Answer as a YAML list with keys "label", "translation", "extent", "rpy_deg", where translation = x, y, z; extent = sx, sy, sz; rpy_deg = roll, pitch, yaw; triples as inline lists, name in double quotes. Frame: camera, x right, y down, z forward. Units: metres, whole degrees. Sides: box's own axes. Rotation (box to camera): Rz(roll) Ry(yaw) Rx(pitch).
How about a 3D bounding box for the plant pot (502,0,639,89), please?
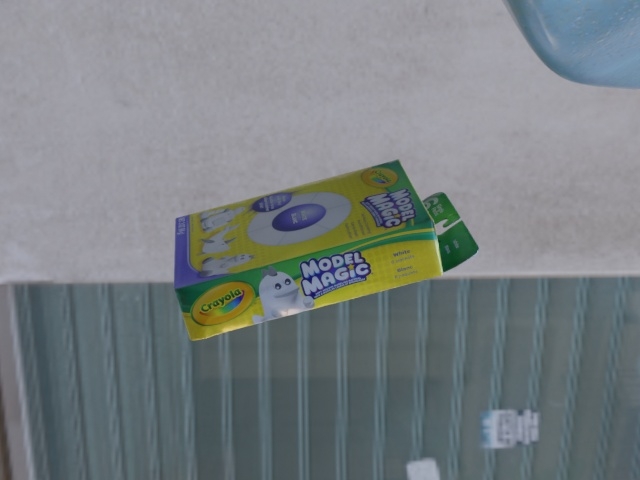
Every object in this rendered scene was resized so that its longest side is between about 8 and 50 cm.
- label: "plant pot"
  translation: [0.168, -0.232, 0.510]
  extent: [0.252, 0.248, 0.247]
  rpy_deg: [-21, 81, -54]

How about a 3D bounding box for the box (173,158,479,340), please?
- label: "box"
  translation: [0.000, 0.000, 0.608]
  extent: [0.105, 0.179, 0.043]
  rpy_deg: [-108, -175, -64]
